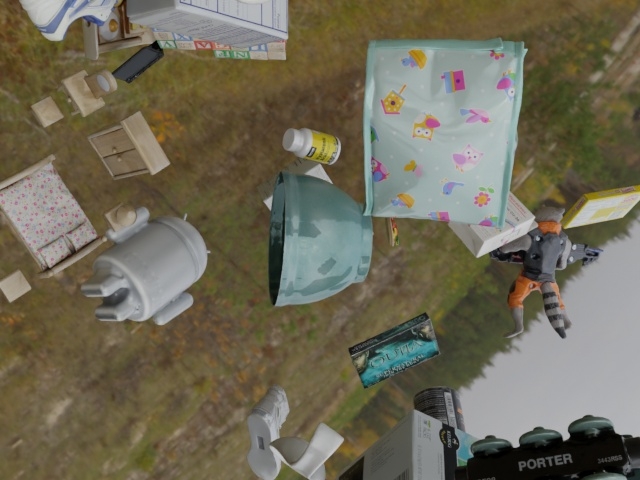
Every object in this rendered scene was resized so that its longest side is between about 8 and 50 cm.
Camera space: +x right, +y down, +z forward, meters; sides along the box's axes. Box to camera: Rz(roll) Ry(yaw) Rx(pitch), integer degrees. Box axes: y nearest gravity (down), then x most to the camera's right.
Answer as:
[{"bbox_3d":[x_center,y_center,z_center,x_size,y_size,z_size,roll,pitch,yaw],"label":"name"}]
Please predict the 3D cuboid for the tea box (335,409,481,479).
[{"bbox_3d":[0.243,0.594,1.632,0.329,0.324,0.219,-52,-160,36],"label":"tea box"}]

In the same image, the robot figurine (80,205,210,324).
[{"bbox_3d":[-0.429,0.068,1.877,0.200,0.299,0.353,-1,-150,41],"label":"robot figurine"}]

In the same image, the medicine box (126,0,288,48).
[{"bbox_3d":[-0.206,-0.528,1.407,0.289,0.149,0.263,-1,92,-49],"label":"medicine box"}]

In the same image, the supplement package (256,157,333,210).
[{"bbox_3d":[-0.053,-0.128,2.278,0.203,0.194,0.149,-35,-154,2],"label":"supplement package"}]

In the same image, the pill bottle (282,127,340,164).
[{"bbox_3d":[-0.020,-0.204,1.579,0.116,0.065,0.065,10,129,-34],"label":"pill bottle"}]

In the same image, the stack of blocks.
[{"bbox_3d":[-0.229,-0.499,1.711,0.171,0.298,0.087,93,-2,-78],"label":"stack of blocks"}]

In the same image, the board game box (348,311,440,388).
[{"bbox_3d":[0.160,0.239,1.592,0.186,0.026,0.126,-25,132,-4],"label":"board game box"}]

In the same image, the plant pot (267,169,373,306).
[{"bbox_3d":[0.000,0.000,1.585,0.197,0.292,0.293,3,149,-11],"label":"plant pot"}]

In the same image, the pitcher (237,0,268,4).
[{"bbox_3d":[-0.078,-0.440,1.078,0.178,0.207,0.125,-9,139,0],"label":"pitcher"}]

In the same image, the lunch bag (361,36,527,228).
[{"bbox_3d":[0.172,-0.166,1.067,0.160,0.224,0.262,-70,162,-56],"label":"lunch bag"}]

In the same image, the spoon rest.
[{"bbox_3d":[-0.033,0.431,1.464,0.084,0.137,0.276,-52,176,-29],"label":"spoon rest"}]

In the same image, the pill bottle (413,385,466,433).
[{"bbox_3d":[0.323,0.524,1.964,0.131,0.245,0.130,-2,141,-2],"label":"pill bottle"}]

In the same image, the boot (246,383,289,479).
[{"bbox_3d":[-0.120,0.482,1.856,0.123,0.095,0.258,-51,152,-47],"label":"boot"}]

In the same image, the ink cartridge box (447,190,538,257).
[{"bbox_3d":[0.414,-0.053,1.732,0.198,0.115,0.067,-24,149,-24],"label":"ink cartridge box"}]

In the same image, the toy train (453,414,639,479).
[{"bbox_3d":[0.411,0.416,1.303,0.334,0.142,0.190,-18,138,21],"label":"toy train"}]

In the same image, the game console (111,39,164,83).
[{"bbox_3d":[-0.451,-0.448,1.806,0.122,0.107,0.071,-32,138,17],"label":"game console"}]

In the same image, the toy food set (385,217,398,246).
[{"bbox_3d":[0.160,-0.026,1.662,0.020,0.082,0.083,-8,-163,0],"label":"toy food set"}]

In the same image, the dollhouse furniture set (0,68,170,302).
[{"bbox_3d":[-0.481,-0.110,1.348,0.174,0.303,0.355,-4,-150,50],"label":"dollhouse furniture set"}]

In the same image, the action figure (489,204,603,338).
[{"bbox_3d":[0.596,0.073,1.868,0.342,0.329,0.178,-1,-178,-14],"label":"action figure"}]

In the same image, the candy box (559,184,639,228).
[{"bbox_3d":[0.671,-0.081,1.747,0.206,0.027,0.105,-9,145,-29],"label":"candy box"}]

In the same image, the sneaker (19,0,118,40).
[{"bbox_3d":[-0.429,-0.486,1.412,0.296,0.112,0.130,-37,129,-25],"label":"sneaker"}]

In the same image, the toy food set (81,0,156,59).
[{"bbox_3d":[-0.463,-0.566,1.775,0.306,0.093,0.219,-43,139,-59],"label":"toy food set"}]
